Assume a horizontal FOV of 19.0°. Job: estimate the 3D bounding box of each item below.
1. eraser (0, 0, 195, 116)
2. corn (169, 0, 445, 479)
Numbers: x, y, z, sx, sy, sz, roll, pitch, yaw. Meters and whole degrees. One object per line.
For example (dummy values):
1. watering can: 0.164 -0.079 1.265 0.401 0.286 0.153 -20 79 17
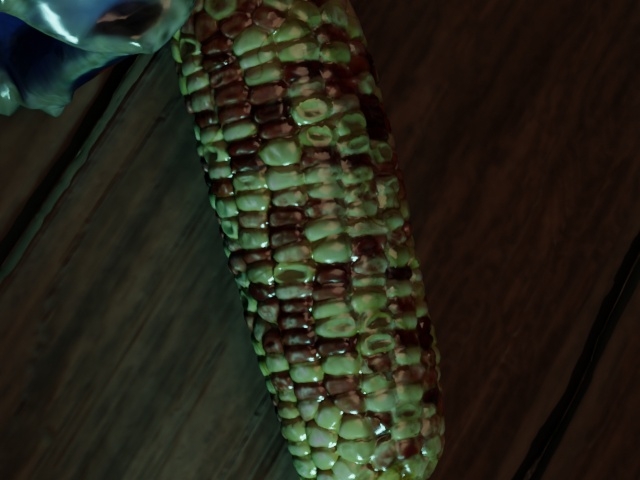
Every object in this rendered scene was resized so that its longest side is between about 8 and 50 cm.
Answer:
1. eraser: -0.093 -0.218 0.776 0.102 0.155 0.332 19 74 -26
2. corn: 0.000 0.000 0.828 0.086 0.086 0.253 -14 90 -28
